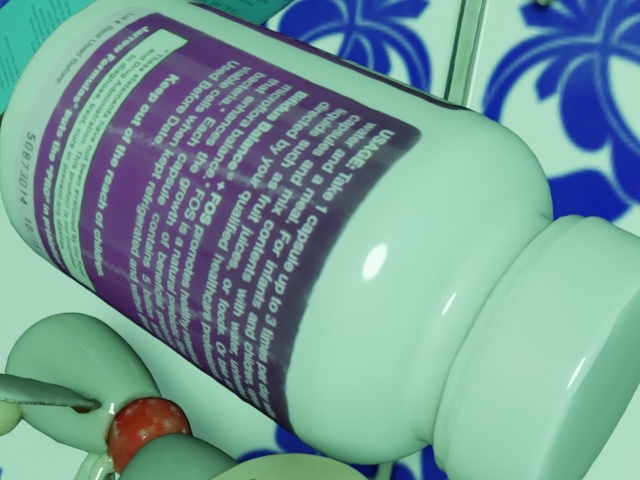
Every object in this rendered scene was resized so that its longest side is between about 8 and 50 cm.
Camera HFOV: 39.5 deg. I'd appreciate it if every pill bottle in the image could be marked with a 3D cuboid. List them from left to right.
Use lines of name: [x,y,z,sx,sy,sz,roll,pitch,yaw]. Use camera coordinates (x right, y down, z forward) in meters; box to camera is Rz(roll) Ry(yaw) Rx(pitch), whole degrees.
pill bottle: [0.000,0.000,0.428,0.301,0.169,0.169,29,103,30]

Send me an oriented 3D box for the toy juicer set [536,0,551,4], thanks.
toy juicer set: [0.105,-0.309,0.420,0.209,0.089,0.329,38,108,27]

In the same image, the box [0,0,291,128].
box: [-0.099,-0.145,0.534,0.244,0.100,0.060,-31,73,28]

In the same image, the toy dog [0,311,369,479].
toy dog: [-0.100,0.146,0.394,0.334,0.161,0.220,-3,107,61]
